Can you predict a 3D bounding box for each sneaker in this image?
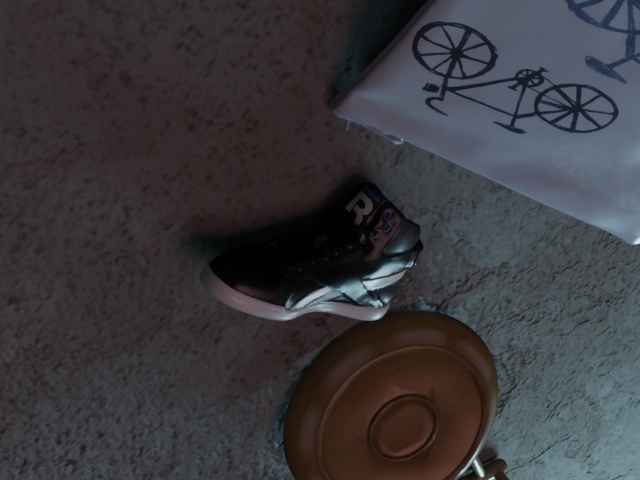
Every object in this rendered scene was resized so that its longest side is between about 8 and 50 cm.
[{"bbox_3d":[0.000,0.000,1.108,0.216,0.079,0.121,5,120,-48],"label":"sneaker"}]

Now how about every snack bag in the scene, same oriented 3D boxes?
[{"bbox_3d":[0.220,-0.121,0.976,0.323,0.037,0.342,22,148,-17],"label":"snack bag"}]

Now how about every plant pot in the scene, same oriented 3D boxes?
[{"bbox_3d":[0.078,0.182,1.300,0.236,0.032,0.236,-8,116,-17],"label":"plant pot"}]

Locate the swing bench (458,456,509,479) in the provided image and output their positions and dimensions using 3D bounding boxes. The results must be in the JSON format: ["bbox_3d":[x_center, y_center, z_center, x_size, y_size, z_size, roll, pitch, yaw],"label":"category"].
[{"bbox_3d":[0.151,0.369,1.394,0.254,0.253,0.165,-34,143,-4],"label":"swing bench"}]
